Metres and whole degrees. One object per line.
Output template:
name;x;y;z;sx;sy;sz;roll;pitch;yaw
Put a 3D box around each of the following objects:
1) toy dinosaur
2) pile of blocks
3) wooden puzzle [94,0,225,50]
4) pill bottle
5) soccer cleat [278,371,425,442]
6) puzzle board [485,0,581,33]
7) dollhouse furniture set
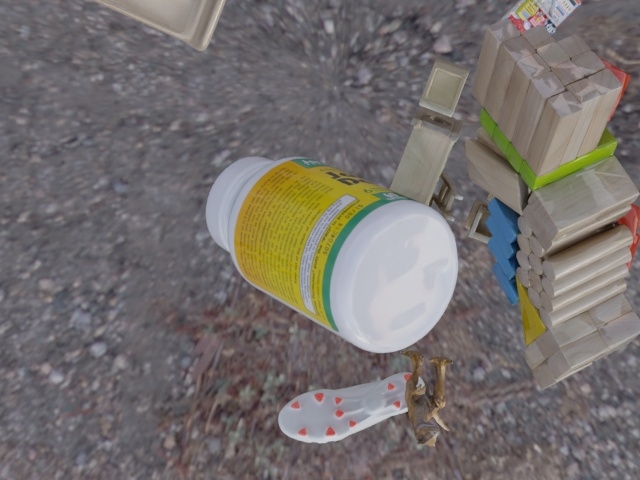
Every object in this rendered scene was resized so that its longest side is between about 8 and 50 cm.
toy dinosaur;0.121;0.188;1.394;0.064;0.211;0.112;7;95;11
pile of blocks;0.217;-0.035;1.038;0.112;0.149;0.362;-23;128;-17
wooden puzzle;-0.190;-0.333;1.219;0.238;0.044;0.221;27;131;-2
pill bottle;0.000;0.000;0.937;0.117;0.208;0.118;-15;115;-34
soccer cleat;0.040;0.216;1.514;0.196;0.076;0.068;-14;78;-12
puzzle board;0.234;-0.240;1.281;0.096;0.128;0.011;-44;70;14
dollhouse furniture set;0.183;-0.109;1.414;0.161;0.101;0.182;22;109;4
